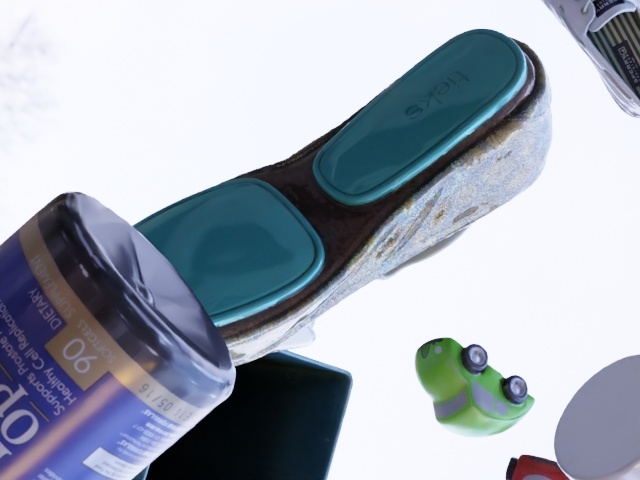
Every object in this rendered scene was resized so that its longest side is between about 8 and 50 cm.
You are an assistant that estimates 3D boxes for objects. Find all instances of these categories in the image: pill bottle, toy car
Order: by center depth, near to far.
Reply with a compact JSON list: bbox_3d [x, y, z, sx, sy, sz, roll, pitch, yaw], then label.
[{"bbox_3d":[-0.156,0.090,0.908,0.219,0.123,0.123,-41,-142,7],"label":"pill bottle"},{"bbox_3d":[0.266,0.184,1.337,0.131,0.229,0.131,-33,-149,23],"label":"pill bottle"},{"bbox_3d":[0.159,0.156,1.519,0.239,0.225,0.053,-31,-152,51],"label":"toy car"}]

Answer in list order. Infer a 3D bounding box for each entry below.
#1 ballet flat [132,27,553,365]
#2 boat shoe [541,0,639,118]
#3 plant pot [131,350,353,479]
[{"bbox_3d":[0.000,0.000,1.210,0.348,0.123,0.123,-33,-145,-10],"label":"ballet flat"},{"bbox_3d":[0.259,-0.212,1.777,0.083,0.226,0.076,-37,-171,0],"label":"boat shoe"},{"bbox_3d":[-0.127,0.147,1.503,0.234,0.166,0.165,6,-102,51],"label":"plant pot"}]
